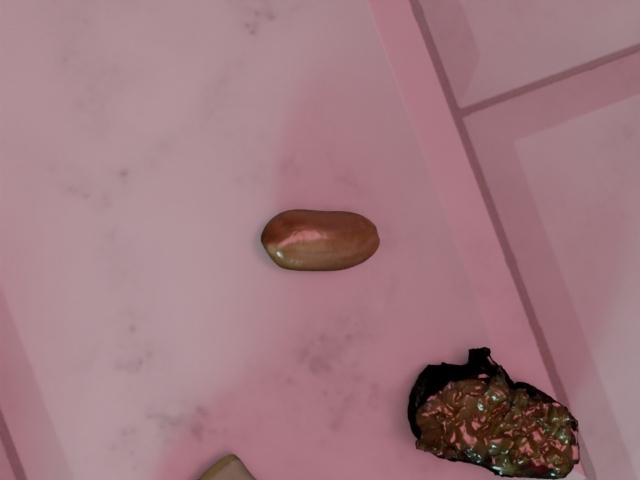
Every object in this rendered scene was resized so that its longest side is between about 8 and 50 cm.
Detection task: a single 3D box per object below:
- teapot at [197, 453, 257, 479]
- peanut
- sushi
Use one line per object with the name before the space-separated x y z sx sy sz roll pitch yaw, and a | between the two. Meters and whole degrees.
teapot | -0.061 0.433 1.769 0.239 0.239 0.322 -40 95 -7
peanut | 0.000 0.000 1.885 0.152 0.076 0.076 0 87 -16
sushi | 0.219 0.215 1.892 0.212 0.115 0.147 20 84 -8
